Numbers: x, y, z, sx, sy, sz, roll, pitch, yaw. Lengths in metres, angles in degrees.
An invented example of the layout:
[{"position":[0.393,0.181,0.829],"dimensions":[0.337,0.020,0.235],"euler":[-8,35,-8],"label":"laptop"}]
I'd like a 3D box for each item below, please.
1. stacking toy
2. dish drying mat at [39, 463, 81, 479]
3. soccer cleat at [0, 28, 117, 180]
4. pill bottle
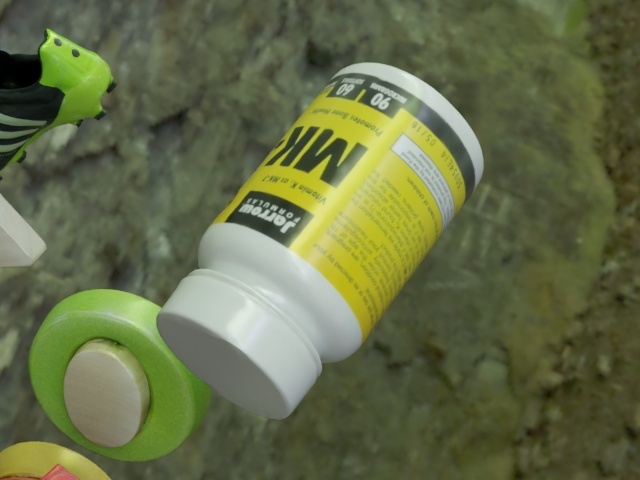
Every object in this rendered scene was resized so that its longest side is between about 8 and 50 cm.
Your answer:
[{"position":[-0.244,0.126,0.969],"dimensions":[0.279,0.309,0.130],"euler":[-45,8,34],"label":"stacking toy"},{"position":[-0.150,0.151,0.724],"dimensions":[0.083,0.032,0.008],"euler":[-46,-6,-43],"label":"dish drying mat"},{"position":[-0.216,-0.090,0.958],"dimensions":[0.179,0.072,0.060],"euler":[-26,40,35],"label":"soccer cleat"},{"position":[0.000,0.000,0.866],"dimensions":[0.208,0.119,0.119],"euler":[-53,-5,-24],"label":"pill bottle"}]
